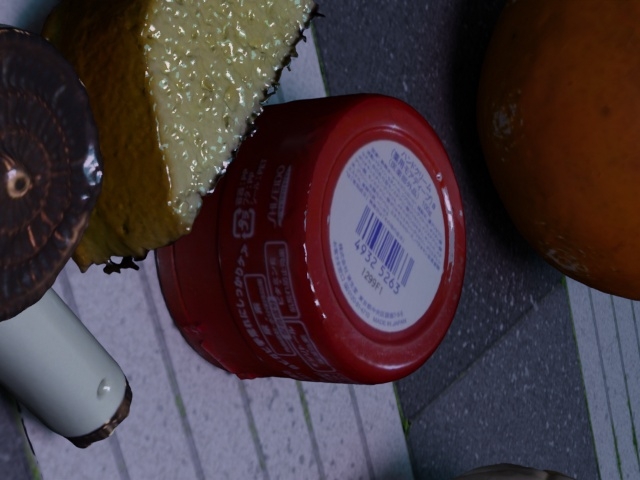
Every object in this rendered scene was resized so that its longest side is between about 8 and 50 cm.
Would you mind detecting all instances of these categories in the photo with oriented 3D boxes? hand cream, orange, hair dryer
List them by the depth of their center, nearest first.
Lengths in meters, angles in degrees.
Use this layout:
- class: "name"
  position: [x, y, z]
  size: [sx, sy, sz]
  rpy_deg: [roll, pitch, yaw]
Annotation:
- class: "hair dryer"
  position: [-0.186, 0.024, 0.553]
  size: [0.362, 0.203, 0.128]
  rpy_deg: [67, 38, -53]
- class: "hand cream"
  position: [0.000, 0.000, 0.797]
  size: [0.230, 0.149, 0.230]
  rpy_deg: [0, 90, -50]
- class: "orange"
  position: [0.354, -0.144, 1.119]
  size: [0.424, 0.326, 0.423]
  rpy_deg: [6, 80, -34]

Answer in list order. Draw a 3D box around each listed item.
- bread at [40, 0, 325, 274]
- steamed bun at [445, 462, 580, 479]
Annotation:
- class: "bread"
  position: [-0.110, -0.116, 0.677]
  size: [0.134, 0.129, 0.260]
  rpy_deg: [45, 53, -33]
- class: "steamed bun"
  position: [0.126, 0.342, 0.881]
  size: [0.309, 0.220, 0.324]
  rpy_deg: [98, 15, -66]
